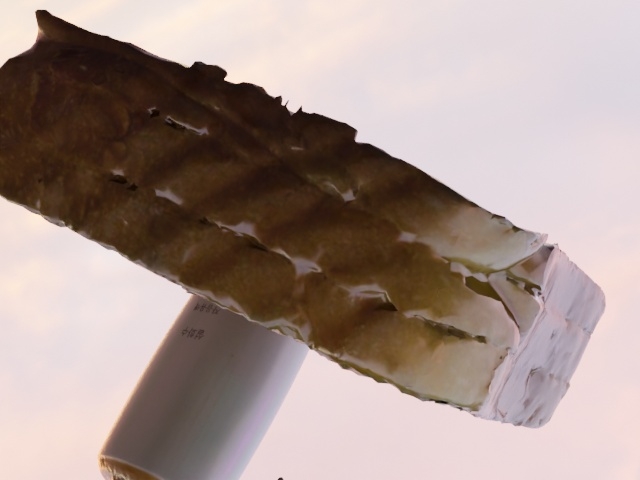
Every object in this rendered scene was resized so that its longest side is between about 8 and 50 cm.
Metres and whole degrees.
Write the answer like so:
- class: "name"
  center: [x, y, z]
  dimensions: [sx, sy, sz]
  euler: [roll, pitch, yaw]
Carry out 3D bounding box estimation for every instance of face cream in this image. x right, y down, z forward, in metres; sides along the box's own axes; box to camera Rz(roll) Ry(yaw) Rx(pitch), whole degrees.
- class: "face cream"
  center: [-0.043, 0.057, 0.740]
  dimensions: [0.072, 0.051, 0.182]
  euler: [8, -118, 46]

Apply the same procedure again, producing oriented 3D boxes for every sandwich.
- class: "sandwich"
  center: [0.000, 0.000, 0.587]
  dimensions: [0.065, 0.186, 0.215]
  euler: [-64, 165, 0]

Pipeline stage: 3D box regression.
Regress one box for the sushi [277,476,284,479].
- class: "sushi"
  center: [-0.044, 0.169, 0.539]
  dimensions: [0.291, 0.139, 0.131]
  euler: [-17, -127, -15]
